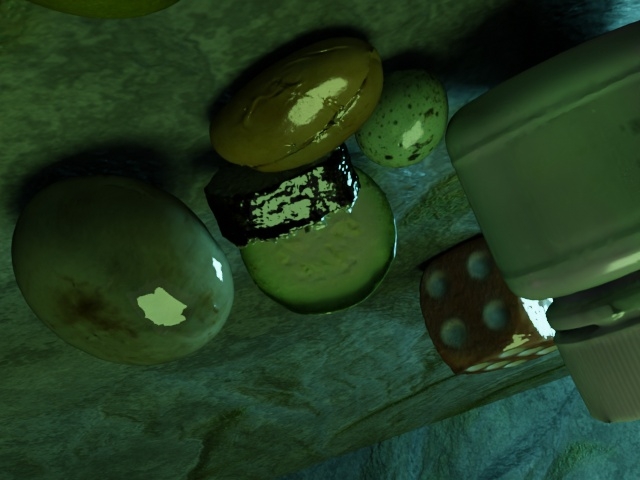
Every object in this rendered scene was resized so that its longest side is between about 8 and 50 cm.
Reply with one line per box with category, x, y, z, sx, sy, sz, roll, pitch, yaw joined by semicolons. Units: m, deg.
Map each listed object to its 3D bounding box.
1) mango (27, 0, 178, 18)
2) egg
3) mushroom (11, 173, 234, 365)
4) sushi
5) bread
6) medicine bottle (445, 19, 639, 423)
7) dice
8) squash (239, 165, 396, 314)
mango;-0.151;-0.197;0.521;0.146;0.129;0.289;-24;164;-6
egg;0.077;-0.117;0.967;0.085;0.085;0.110;-6;145;-26
mushroom;-0.190;0.021;1.014;0.226;0.178;0.226;18;152;10
sushi;-0.037;-0.050;1.020;0.150;0.090;0.078;-21;123;2
bread;-0.021;-0.113;0.923;0.189;0.077;0.114;-33;158;32
medicine bottle;0.288;-0.018;0.968;0.256;0.325;0.256;-25;179;0
dice;0.267;0.096;1.536;0.174;0.179;0.175;-30;153;34
squash;0.000;0.000;1.122;0.170;0.170;0.123;-17;172;2
